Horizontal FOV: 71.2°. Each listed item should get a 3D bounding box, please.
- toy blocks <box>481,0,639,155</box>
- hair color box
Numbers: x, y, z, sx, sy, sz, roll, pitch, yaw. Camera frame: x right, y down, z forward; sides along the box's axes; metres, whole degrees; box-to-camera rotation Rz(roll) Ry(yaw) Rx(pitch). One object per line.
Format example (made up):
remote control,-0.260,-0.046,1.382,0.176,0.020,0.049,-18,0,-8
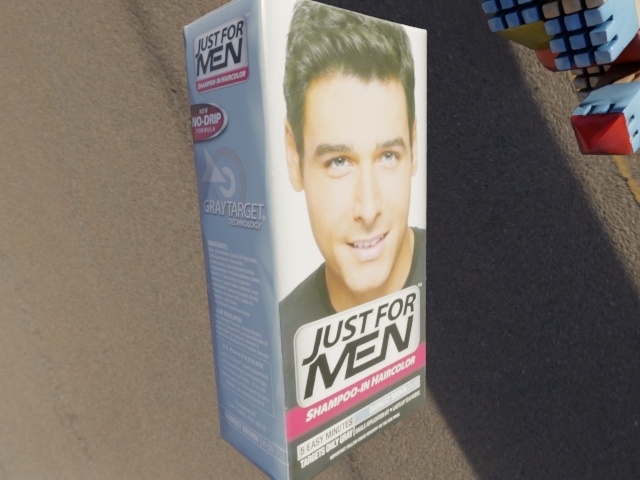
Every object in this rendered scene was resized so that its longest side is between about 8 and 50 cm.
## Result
toy blocks,0.262,-0.262,0.413,0.191,0.261,0.381,17,148,55
hair color box,0.000,0.000,0.414,0.114,0.186,0.373,9,105,47
